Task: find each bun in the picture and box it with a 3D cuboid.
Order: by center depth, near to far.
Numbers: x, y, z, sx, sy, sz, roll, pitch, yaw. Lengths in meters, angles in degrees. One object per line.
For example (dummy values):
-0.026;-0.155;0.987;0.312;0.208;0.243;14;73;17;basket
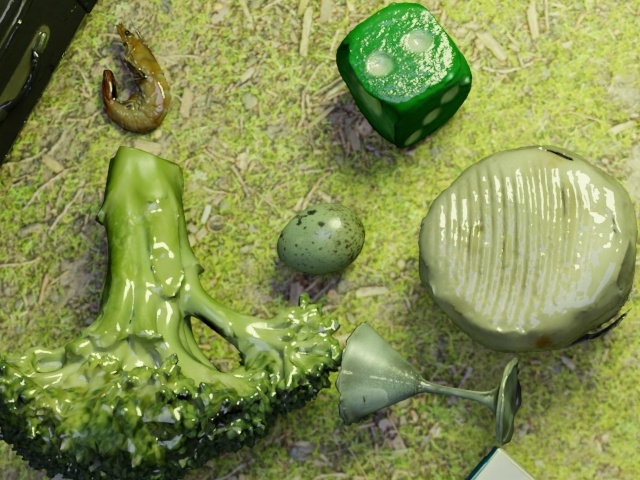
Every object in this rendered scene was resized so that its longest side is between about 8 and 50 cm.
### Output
0.234;0.014;0.875;0.239;0.141;0.239;-5;75;21;bun

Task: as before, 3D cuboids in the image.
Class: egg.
0.000;0.000;0.952;0.110;0.085;0.085;-25;74;13;egg

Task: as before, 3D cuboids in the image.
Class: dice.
0.101;-0.200;0.956;0.120;0.128;0.131;-35;72;0;dice

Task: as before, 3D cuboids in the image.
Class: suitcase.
-0.496;-0.269;1.055;0.283;0.194;0.433;25;85;15;suitcase

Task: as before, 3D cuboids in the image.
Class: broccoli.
-0.229;0.097;0.905;0.353;0.275;0.397;-26;76;-42;broccoli

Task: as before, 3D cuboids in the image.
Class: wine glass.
0.120;0.157;0.859;0.183;0.122;0.122;5;78;23;wine glass

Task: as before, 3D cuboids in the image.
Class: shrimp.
-0.261;-0.220;1.083;0.095;0.045;0.162;-30;78;25;shrimp

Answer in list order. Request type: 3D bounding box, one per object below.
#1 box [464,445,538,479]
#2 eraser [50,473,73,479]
0.235;0.303;0.809;0.194;0.139;0.073;41;87;17;box
-0.213;0.348;0.906;0.225;0.095;0.052;41;93;17;eraser
